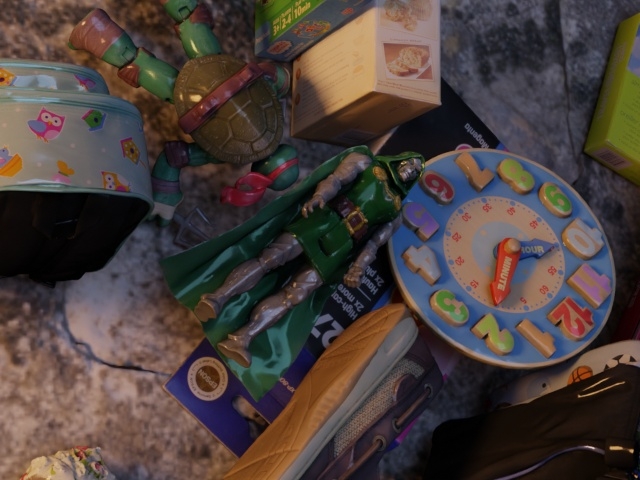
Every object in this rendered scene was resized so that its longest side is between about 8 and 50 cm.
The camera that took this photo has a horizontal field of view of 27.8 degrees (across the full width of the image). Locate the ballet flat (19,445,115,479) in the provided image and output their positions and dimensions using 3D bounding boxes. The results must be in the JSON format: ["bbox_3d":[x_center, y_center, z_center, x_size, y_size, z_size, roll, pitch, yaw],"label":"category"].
[{"bbox_3d":[-0.132,0.250,0.952,0.241,0.091,0.077,60,30,-9],"label":"ballet flat"}]

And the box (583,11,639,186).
[{"bbox_3d":[0.337,-0.145,1.307,0.109,0.042,0.178,29,67,-21],"label":"box"}]

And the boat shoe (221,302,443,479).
[{"bbox_3d":[0.002,0.168,0.960,0.092,0.103,0.285,47,57,-11],"label":"boat shoe"}]

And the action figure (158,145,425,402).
[{"bbox_3d":[0.000,0.000,1.010,0.232,0.063,0.137,-43,115,-25],"label":"action figure"}]

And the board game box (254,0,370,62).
[{"bbox_3d":[-0.007,-0.276,1.084,0.039,0.160,0.211,7,75,-25],"label":"board game box"}]

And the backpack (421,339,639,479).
[{"bbox_3d":[0.236,0.230,1.065,0.263,0.276,0.213,48,49,-15],"label":"backpack"}]

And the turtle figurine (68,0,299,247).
[{"bbox_3d":[-0.084,-0.106,1.038,0.175,0.118,0.234,-40,93,-29],"label":"turtle figurine"}]

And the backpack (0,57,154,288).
[{"bbox_3d":[-0.205,-0.049,0.911,0.166,0.188,0.144,4,77,-27],"label":"backpack"}]

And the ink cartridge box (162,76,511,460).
[{"bbox_3d":[0.048,0.044,1.103,0.176,0.069,0.371,46,65,-12],"label":"ink cartridge box"}]

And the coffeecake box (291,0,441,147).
[{"bbox_3d":[0.037,-0.189,1.098,0.068,0.142,0.185,8,76,-27],"label":"coffeecake box"}]

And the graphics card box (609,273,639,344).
[{"bbox_3d":[0.475,0.102,1.220,0.371,0.094,0.233,26,78,-1],"label":"graphics card box"}]

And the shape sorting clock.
[{"bbox_3d":[0.154,0.011,1.084,0.206,0.040,0.206,9,63,-17],"label":"shape sorting clock"}]
